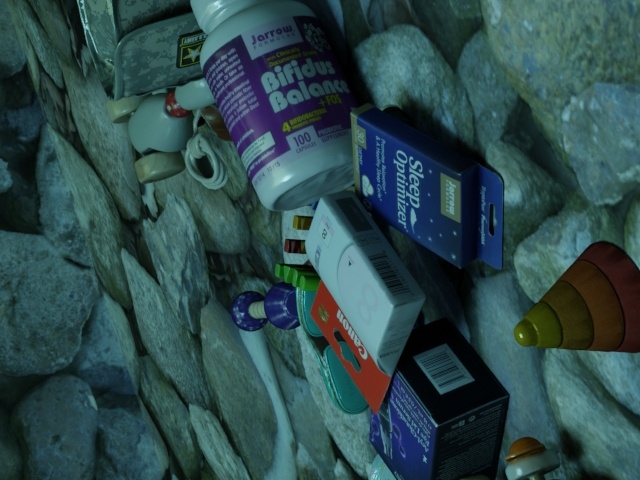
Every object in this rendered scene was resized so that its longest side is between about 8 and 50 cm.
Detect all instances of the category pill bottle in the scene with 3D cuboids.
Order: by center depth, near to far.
[{"bbox_3d":[-0.055,-0.204,1.963,0.301,0.169,0.169,65,159,11],"label":"pill bottle"}]

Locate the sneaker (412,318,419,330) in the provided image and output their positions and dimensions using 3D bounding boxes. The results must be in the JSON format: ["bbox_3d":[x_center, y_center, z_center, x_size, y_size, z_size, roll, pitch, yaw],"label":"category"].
[{"bbox_3d":[0.103,0.142,2.025,0.082,0.069,0.209,6,114,64],"label":"sneaker"}]

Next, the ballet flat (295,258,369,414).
[{"bbox_3d":[0.016,0.138,2.236,0.087,0.083,0.247,-159,53,-82],"label":"ballet flat"}]

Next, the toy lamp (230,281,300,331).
[{"bbox_3d":[-0.077,0.108,2.445,0.275,0.080,0.080,-12,98,69],"label":"toy lamp"}]

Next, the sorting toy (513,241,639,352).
[{"bbox_3d":[0.305,0.158,1.437,0.365,0.126,0.127,55,155,37],"label":"sorting toy"}]

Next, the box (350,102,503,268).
[{"bbox_3d":[0.122,-0.058,1.770,0.225,0.036,0.136,32,139,39],"label":"box"}]

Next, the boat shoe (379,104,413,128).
[{"bbox_3d":[0.089,-0.101,1.861,0.042,0.049,0.133,-122,27,-51],"label":"boat shoe"}]

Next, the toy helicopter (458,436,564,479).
[{"bbox_3d":[0.238,0.325,1.759,0.355,0.140,0.235,-172,66,-70],"label":"toy helicopter"}]

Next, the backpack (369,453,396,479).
[{"bbox_3d":[0.128,0.370,2.070,0.115,0.152,0.182,29,124,49],"label":"backpack"}]

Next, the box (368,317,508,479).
[{"bbox_3d":[0.147,0.230,1.935,0.153,0.108,0.207,52,153,39],"label":"box"}]

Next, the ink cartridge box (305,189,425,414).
[{"bbox_3d":[0.036,0.084,1.873,0.189,0.066,0.232,56,141,33],"label":"ink cartridge box"}]

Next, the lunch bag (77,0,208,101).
[{"bbox_3d":[-0.220,-0.354,2.148,0.169,0.235,0.287,24,131,59],"label":"lunch bag"}]

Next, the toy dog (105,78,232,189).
[{"bbox_3d":[-0.205,-0.208,2.440,0.334,0.161,0.220,5,111,52],"label":"toy dog"}]

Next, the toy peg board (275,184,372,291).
[{"bbox_3d":[0.000,0.000,2.051,0.161,0.079,0.160,-156,71,-68],"label":"toy peg board"}]
